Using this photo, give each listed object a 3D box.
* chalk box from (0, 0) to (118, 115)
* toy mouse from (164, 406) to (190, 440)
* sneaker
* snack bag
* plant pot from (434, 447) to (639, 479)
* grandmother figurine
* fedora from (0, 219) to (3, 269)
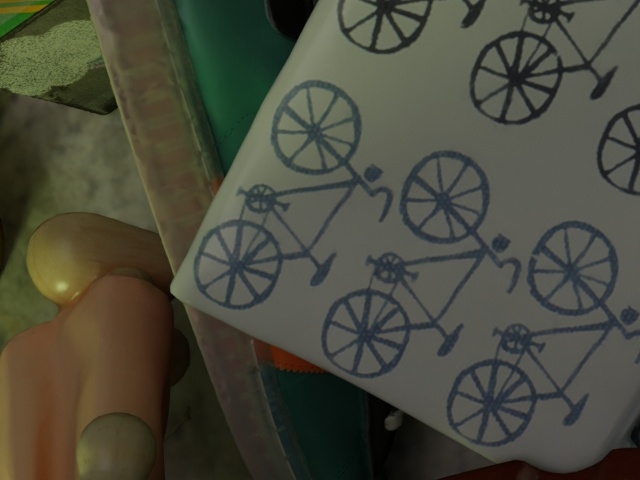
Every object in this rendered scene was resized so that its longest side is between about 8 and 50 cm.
[{"bbox_3d":[-0.078,-0.172,0.585,0.213,0.132,0.132,-28,76,20],"label":"chalk box"},{"bbox_3d":[-0.109,0.143,0.629,0.161,0.031,0.143,33,76,16],"label":"toy mouse"},{"bbox_3d":[0.000,0.000,0.519,0.121,0.108,0.302,-18,112,-3],"label":"sneaker"},{"bbox_3d":[0.167,-0.037,0.427,0.342,0.037,0.323,29,103,-5],"label":"snack bag"},{"bbox_3d":[0.087,0.221,0.367,0.272,0.272,0.265,-10,101,25],"label":"plant pot"},{"bbox_3d":[-0.089,0.157,0.482,0.104,0.208,0.342,-7,42,0],"label":"grandmother figurine"},{"bbox_3d":[-0.229,0.008,0.675,0.194,0.079,0.194,-5,79,26],"label":"fedora"}]
